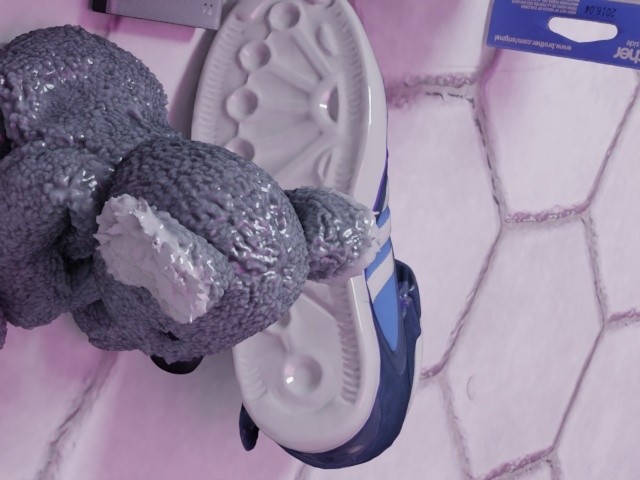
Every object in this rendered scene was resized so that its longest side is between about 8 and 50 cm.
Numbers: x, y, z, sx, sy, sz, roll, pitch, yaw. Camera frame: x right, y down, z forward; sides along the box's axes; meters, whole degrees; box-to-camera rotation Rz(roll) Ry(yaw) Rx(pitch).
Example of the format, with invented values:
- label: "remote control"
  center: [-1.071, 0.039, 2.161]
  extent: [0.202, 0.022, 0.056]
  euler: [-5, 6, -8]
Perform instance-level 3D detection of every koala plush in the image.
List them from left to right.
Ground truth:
- label: "koala plush"
  center: [-0.096, -0.008, 0.719]
  extent: [0.196, 0.221, 0.203]
  euler: [-5, 105, -48]

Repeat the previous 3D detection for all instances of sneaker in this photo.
- label: "sneaker"
  center: [0.001, 0.000, 0.942]
  extent: [0.236, 0.130, 0.322]
  euler: [45, 40, -75]

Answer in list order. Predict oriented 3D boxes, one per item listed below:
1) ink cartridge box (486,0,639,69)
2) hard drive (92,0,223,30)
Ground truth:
- label: "ink cartridge box"
  center: [0.253, -0.292, 1.064]
  extent: [0.065, 0.186, 0.311]
  euler: [11, 94, -52]
- label: "hard drive"
  center: [-0.093, -0.203, 0.817]
  extent: [0.094, 0.022, 0.135]
  euler: [-1, 102, -49]
